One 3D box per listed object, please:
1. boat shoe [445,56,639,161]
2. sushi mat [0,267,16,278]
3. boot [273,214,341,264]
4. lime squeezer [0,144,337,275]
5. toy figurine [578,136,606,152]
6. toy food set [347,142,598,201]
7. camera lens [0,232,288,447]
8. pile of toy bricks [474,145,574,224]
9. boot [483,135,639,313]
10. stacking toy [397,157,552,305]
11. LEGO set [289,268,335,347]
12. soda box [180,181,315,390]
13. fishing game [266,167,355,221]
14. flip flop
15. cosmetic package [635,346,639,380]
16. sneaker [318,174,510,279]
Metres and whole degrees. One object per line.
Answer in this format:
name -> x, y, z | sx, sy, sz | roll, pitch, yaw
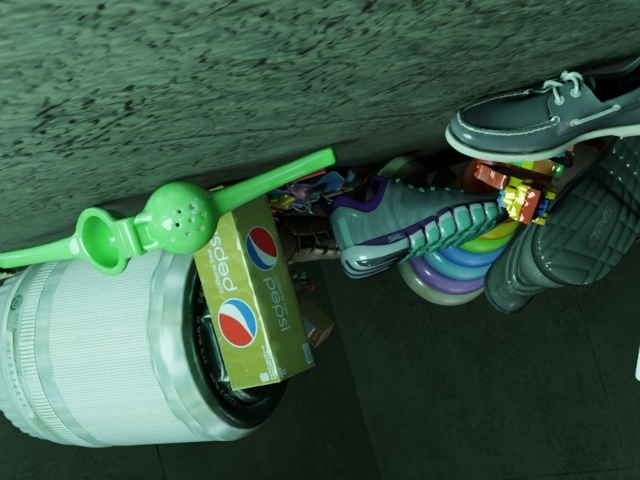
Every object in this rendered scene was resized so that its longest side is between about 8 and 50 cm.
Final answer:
boat shoe -> 0.198, -0.115, 0.771 | 0.206, 0.075, 0.065 | -11, 135, -9
sushi mat -> -0.481, 0.075, 0.992 | 0.316, 0.019, 0.151 | -16, 180, 12
boot -> 0.000, 0.000, 1.461 | 0.165, 0.077, 0.213 | 2, -172, 9
lime squeezer -> -0.141, -0.019, 0.778 | 0.310, 0.059, 0.110 | -18, -151, 10
toy figurine -> 0.384, -0.090, 1.671 | 0.209, 0.148, 0.213 | -15, 179, -40
toy food set -> 0.224, -0.092, 1.442 | 0.306, 0.092, 0.219 | -19, 166, 40
camera lens -> -0.182, 0.103, 1.025 | 0.274, 0.219, 0.219 | -9, -178, 27
pile of toy bricks -> 0.185, -0.086, 0.953 | 0.105, 0.118, 0.212 | 19, -165, 10
boot -> 0.327, -0.058, 1.100 | 0.338, 0.118, 0.223 | -36, 175, -12
stacking toy -> 0.201, -0.034, 1.213 | 0.141, 0.141, 0.330 | -16, 162, -18
LEGO set -> -0.092, 0.032, 1.217 | 0.287, 0.132, 0.107 | 12, -162, 26
soda box -> -0.067, 0.039, 0.890 | 0.061, 0.181, 0.058 | -17, 179, 37
fishing game -> -0.049, -0.036, 1.074 | 0.189, 0.041, 0.264 | -17, 177, 4
flip flop -> 0.074, -0.048, 1.190 | 0.112, 0.080, 0.277 | -55, 168, -6
cosmetic package -> 0.303, -0.021, 0.497 | 0.224, 0.225, 0.138 | 11, -167, 32
sneaker -> 0.110, -0.039, 1.027 | 0.223, 0.098, 0.083 | -18, 165, -27
